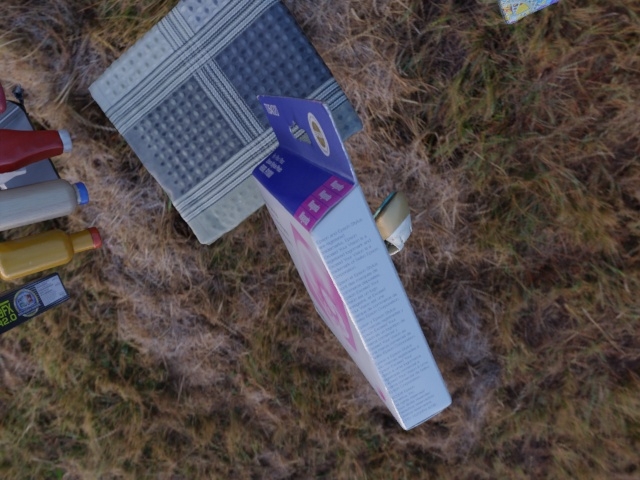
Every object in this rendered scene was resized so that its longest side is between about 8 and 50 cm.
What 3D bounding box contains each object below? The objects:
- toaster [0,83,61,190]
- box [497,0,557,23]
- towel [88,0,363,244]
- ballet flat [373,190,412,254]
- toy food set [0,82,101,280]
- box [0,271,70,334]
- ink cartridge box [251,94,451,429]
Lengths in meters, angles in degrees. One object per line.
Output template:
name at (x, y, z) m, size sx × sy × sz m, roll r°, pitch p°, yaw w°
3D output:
toaster at (-0.506, -0.128, 0.803) m, size 0.167 × 0.110 × 0.186 m, roll 6°, pitch 135°, yaw 11°
box at (0.229, -0.380, 0.405) m, size 0.289 × 0.177 × 0.279 m, roll -19°, pitch 143°, yaw 25°
towel at (-0.146, -0.200, 0.804) m, size 0.324 × 0.056 × 0.312 m, roll -34°, pitch 95°, yaw 15°
ballet flat at (0.118, -0.020, 0.905) m, size 0.073 × 0.232 × 0.080 m, roll 40°, pitch 77°, yaw 5°
toy food set at (-0.323, -0.087, 0.578) m, size 0.104 × 0.232 × 0.111 m, roll -19°, pitch 165°, yaw -35°
box at (-0.611, 0.149, 0.927) m, size 0.216 × 0.270 × 0.060 m, roll -17°, pitch 100°, yaw 22°
ink cartridge box at (0.000, 0.000, 0.627) m, size 0.071 × 0.324 × 0.330 m, roll -29°, pitch 111°, yaw -7°
